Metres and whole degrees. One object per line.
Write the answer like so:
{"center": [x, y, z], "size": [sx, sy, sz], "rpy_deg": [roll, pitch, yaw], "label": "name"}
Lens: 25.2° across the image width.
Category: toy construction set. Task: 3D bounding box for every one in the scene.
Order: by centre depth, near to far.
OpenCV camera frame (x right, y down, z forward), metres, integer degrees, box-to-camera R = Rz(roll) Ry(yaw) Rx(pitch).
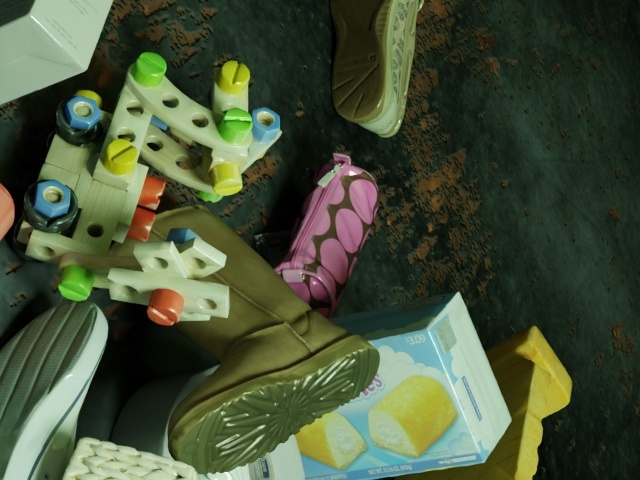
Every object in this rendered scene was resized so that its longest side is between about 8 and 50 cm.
{"center": [-0.153, -0.042, 1.307], "size": [0.215, 0.151, 0.327], "rpy_deg": [20, 39, -10], "label": "toy construction set"}

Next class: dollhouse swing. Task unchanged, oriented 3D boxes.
{"center": [0.242, 0.360, 1.683], "size": [0.305, 0.315, 0.346], "rpy_deg": [35, 47, -18], "label": "dollhouse swing"}

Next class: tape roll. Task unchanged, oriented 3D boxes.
{"center": [-0.107, 0.233, 1.393], "size": [0.219, 0.072, 0.219], "rpy_deg": [25, 58, -50], "label": "tape roll"}

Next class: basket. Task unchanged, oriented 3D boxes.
{"center": [-0.161, 0.239, 1.198], "size": [0.167, 0.113, 0.103], "rpy_deg": [91, 14, -68], "label": "basket"}

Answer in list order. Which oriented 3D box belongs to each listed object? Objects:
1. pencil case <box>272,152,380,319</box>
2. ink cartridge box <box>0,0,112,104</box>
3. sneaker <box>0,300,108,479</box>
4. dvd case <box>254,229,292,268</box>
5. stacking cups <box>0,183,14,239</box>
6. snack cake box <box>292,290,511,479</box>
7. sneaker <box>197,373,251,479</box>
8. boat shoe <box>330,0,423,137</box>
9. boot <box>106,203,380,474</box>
{"center": [0.000, 0.000, 1.601], "size": [0.209, 0.095, 0.098], "rpy_deg": [-69, 168, -45], "label": "pencil case"}
{"center": [-0.251, -0.242, 1.306], "size": [0.078, 0.134, 0.231], "rpy_deg": [45, 43, -37], "label": "ink cartridge box"}
{"center": [-0.246, 0.167, 1.214], "size": [0.258, 0.094, 0.091], "rpy_deg": [-66, 146, -36], "label": "sneaker"}
{"center": [-0.033, 0.048, 1.626], "size": [0.087, 0.013, 0.119], "rpy_deg": [-11, 87, -57], "label": "dvd case"}
{"center": [-0.329, 0.057, 1.108], "size": [0.096, 0.096, 0.316], "rpy_deg": [58, 38, -25], "label": "stacking cups"}
{"center": [0.042, 0.158, 1.464], "size": [0.089, 0.264, 0.152], "rpy_deg": [-43, 113, -53], "label": "snack cake box"}
{"center": [-0.094, 0.197, 1.311], "size": [0.061, 0.054, 0.152], "rpy_deg": [5, 74, -52], "label": "sneaker"}
{"center": [0.073, -0.274, 1.841], "size": [0.089, 0.105, 0.285], "rpy_deg": [29, 65, -53], "label": "boat shoe"}
{"center": [-0.113, 0.083, 1.314], "size": [0.236, 0.269, 0.089], "rpy_deg": [-18, 133, -40], "label": "boot"}
